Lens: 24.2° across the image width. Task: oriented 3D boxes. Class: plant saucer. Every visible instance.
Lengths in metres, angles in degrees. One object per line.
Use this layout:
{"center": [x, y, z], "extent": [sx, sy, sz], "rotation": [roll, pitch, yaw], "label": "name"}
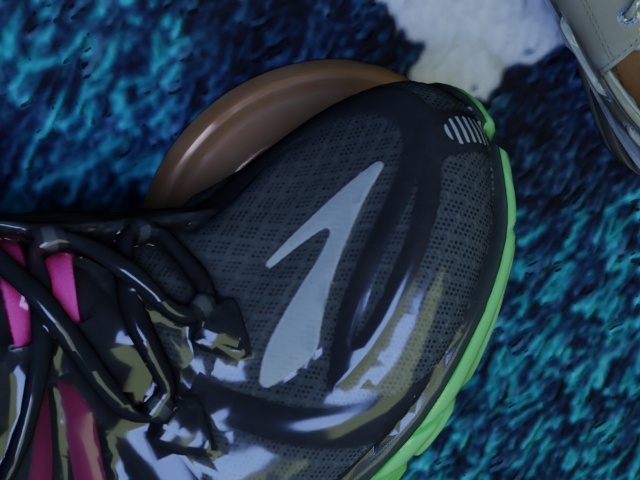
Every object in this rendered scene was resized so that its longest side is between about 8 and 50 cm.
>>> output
{"center": [0.000, 0.000, 0.820], "extent": [0.200, 0.037, 0.200], "rotation": [-10, 118, -19], "label": "plant saucer"}

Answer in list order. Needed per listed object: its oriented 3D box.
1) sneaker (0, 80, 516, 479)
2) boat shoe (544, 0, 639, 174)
{"center": [-0.127, 0.067, 0.660], "extent": [0.483, 0.185, 0.202], "rotation": [-30, 143, -1], "label": "sneaker"}
{"center": [0.169, -0.141, 0.780], "extent": [0.113, 0.103, 0.302], "rotation": [-38, 124, -2], "label": "boat shoe"}
